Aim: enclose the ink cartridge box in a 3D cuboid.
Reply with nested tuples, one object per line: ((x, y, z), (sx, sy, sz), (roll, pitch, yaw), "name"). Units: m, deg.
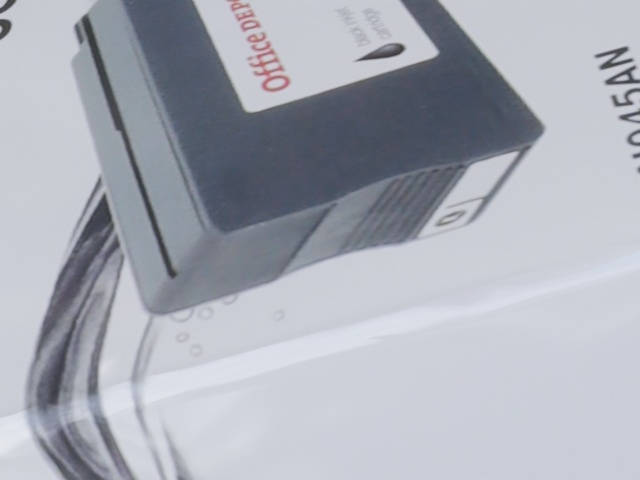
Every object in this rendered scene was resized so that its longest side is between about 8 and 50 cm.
((0.000, 0.000, 0.484), (0.285, 0.395, 0.166), (-96, -12, -53), "ink cartridge box")
